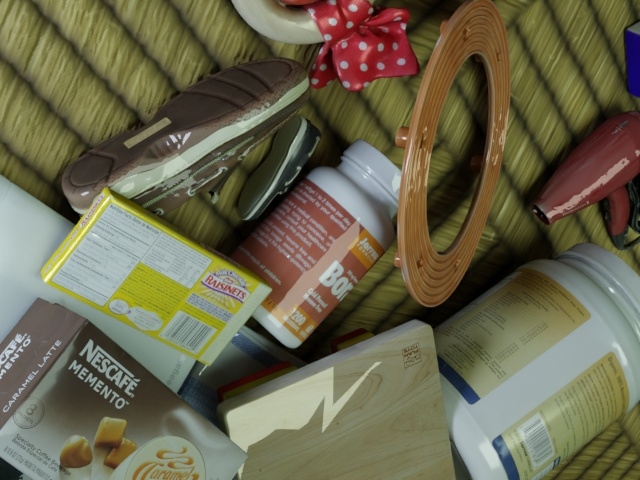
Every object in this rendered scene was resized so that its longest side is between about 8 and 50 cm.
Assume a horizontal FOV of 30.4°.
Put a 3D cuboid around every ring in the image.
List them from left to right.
[{"bbox_3d":[0.141,-0.094,1.271,0.336,0.032,0.337,-42,138,-54],"label":"ring"}]

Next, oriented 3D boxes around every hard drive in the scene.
[{"bbox_3d":[-0.260,0.092,1.127,0.307,0.040,0.203,39,76,-38],"label":"hard drive"}]

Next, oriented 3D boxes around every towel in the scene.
[{"bbox_3d":[-0.102,0.245,1.316,0.209,0.034,0.285,39,73,-41],"label":"towel"}]

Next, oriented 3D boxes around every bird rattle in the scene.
[{"bbox_3d":[0.004,-0.263,1.134,0.206,0.143,0.254,0,130,-24],"label":"bird rattle"}]

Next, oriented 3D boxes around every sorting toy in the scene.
[{"bbox_3d":[0.012,0.237,1.311,0.257,0.089,0.256,-21,114,-24],"label":"sorting toy"}]

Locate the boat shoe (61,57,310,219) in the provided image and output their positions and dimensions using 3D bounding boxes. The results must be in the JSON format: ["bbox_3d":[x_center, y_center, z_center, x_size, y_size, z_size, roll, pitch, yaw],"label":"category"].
[{"bbox_3d":[-0.120,-0.085,1.141,0.257,0.095,0.095,-28,130,-5],"label":"boat shoe"}]

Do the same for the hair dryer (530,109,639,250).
[{"bbox_3d":[0.395,-0.064,1.541,0.293,0.080,0.224,-6,120,-34],"label":"hair dryer"}]

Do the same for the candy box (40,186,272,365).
[{"bbox_3d":[-0.153,0.039,1.126,0.206,0.027,0.105,33,100,-35],"label":"candy box"}]

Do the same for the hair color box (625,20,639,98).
[{"bbox_3d":[0.572,-0.266,1.479,0.338,0.185,0.110,-31,131,-17],"label":"hair color box"}]

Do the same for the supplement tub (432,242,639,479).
[{"bbox_3d":[0.260,0.165,1.475,0.316,0.228,0.228,-33,131,-16],"label":"supplement tub"}]

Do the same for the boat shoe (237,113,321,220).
[{"bbox_3d":[-0.043,-0.072,1.236,0.038,0.046,0.125,30,88,-39],"label":"boat shoe"}]

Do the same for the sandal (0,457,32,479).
[{"bbox_3d":[-0.345,0.303,1.191,0.446,0.107,0.167,-52,134,-1],"label":"sandal"}]

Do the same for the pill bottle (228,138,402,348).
[{"bbox_3d":[0.000,0.000,1.255,0.216,0.121,0.121,-47,134,-3],"label":"pill bottle"}]

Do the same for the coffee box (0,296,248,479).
[{"bbox_3d":[-0.203,0.183,1.103,0.141,0.098,0.246,-54,128,-17],"label":"coffee box"}]
